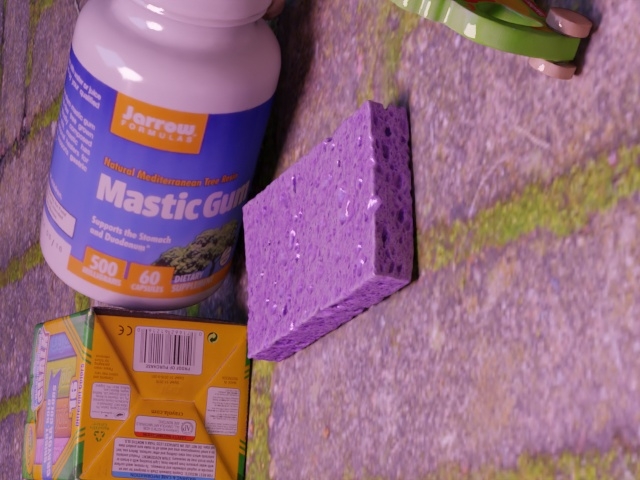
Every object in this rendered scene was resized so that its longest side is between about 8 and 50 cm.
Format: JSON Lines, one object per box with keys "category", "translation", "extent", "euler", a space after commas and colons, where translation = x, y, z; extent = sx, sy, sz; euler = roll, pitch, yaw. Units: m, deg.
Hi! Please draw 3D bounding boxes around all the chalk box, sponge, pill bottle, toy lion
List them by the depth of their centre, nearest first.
{"category": "toy lion", "translation": [0.077, -0.122, 0.789], "extent": [0.100, 0.096, 0.034], "euler": [-122, 44, -54]}
{"category": "sponge", "translation": [0.000, 0.000, 1.012], "extent": [0.210, 0.031, 0.117], "euler": [144, 128, -59]}
{"category": "pill bottle", "translation": [-0.114, -0.096, 1.123], "extent": [0.152, 0.152, 0.272], "euler": [-114, 33, -50]}
{"category": "chalk box", "translation": [-0.154, 0.131, 1.205], "extent": [0.213, 0.132, 0.132], "euler": [161, 113, -65]}

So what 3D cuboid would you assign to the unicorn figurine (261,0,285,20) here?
{"category": "unicorn figurine", "translation": [-0.034, -0.241, 1.137], "extent": [0.111, 0.060, 0.162], "euler": [-157, 59, -65]}
